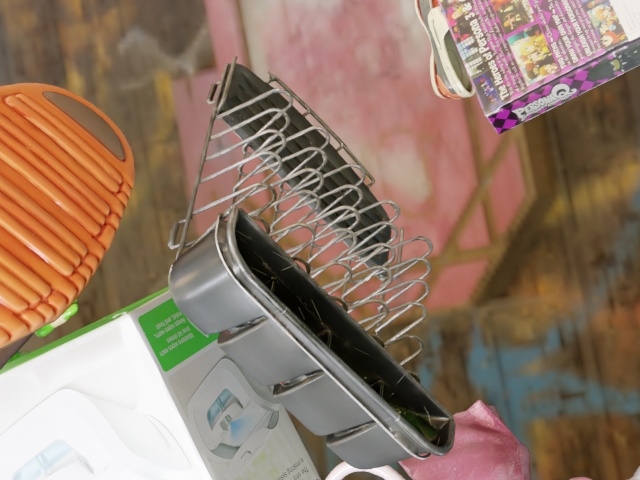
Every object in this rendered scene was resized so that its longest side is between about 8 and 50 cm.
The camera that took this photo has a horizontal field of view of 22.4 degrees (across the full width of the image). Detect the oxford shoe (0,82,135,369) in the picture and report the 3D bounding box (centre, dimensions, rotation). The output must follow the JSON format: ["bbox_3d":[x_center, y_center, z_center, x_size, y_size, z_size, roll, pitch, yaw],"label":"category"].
[{"bbox_3d":[-0.228,0.048,0.837,0.363,0.130,0.133,-50,-177,-40],"label":"oxford shoe"}]

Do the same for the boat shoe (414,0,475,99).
[{"bbox_3d":[0.124,-0.203,1.559,0.049,0.137,0.043,-12,-172,-25],"label":"boat shoe"}]

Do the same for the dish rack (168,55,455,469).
[{"bbox_3d":[0.000,0.000,1.036,0.074,0.208,0.271,-29,-149,27],"label":"dish rack"}]

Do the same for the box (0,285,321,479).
[{"bbox_3d":[-0.149,0.179,1.162,0.262,0.231,0.127,-24,-177,29],"label":"box"}]

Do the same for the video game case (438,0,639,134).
[{"bbox_3d":[0.199,-0.228,1.341,0.210,0.232,0.042,-26,147,12],"label":"video game case"}]

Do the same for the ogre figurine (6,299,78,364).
[{"bbox_3d":[-0.340,0.091,1.735,0.118,0.197,0.097,35,170,-39],"label":"ogre figurine"}]

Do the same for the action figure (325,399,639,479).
[{"bbox_3d":[0.214,0.318,1.786,0.276,0.248,0.370,6,-162,-41],"label":"action figure"}]
